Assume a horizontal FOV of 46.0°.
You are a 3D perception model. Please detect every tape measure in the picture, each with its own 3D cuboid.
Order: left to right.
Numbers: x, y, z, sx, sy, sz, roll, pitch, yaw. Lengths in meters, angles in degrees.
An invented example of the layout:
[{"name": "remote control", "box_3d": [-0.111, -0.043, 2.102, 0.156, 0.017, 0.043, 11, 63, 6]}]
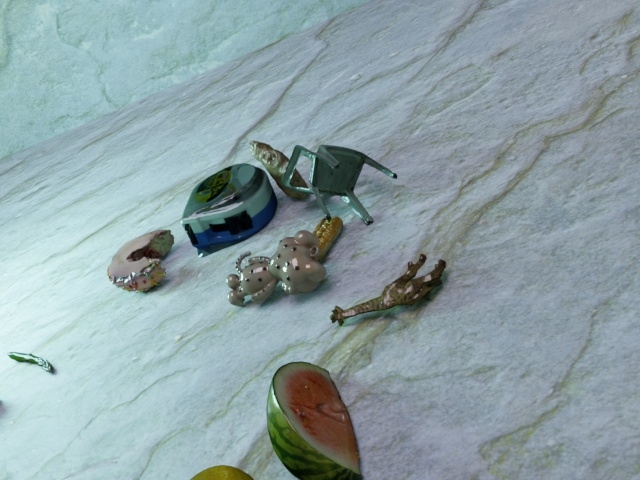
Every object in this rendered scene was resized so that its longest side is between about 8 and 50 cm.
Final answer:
[{"name": "tape measure", "box_3d": [-0.262, -0.107, 2.194, 0.262, 0.138, 0.259, -17, 35, 18]}]

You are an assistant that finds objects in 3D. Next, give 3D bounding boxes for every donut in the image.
[{"name": "donut", "box_3d": [-0.521, 0.067, 2.195, 0.199, 0.085, 0.233, -18, 34, 15]}]

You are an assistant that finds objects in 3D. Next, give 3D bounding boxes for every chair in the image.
[{"name": "chair", "box_3d": [0.031, -0.156, 1.978, 0.203, 0.190, 0.274, 7, 23, -29]}]

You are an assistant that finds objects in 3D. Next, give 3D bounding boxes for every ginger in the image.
[{"name": "ginger", "box_3d": [-0.114, -0.205, 2.148, 0.074, 0.213, 0.137, -44, 22, -21]}]

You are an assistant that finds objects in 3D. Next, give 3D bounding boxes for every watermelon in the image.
[{"name": "watermelon", "box_3d": [-0.041, 0.358, 1.428, 0.128, 0.159, 0.303, -62, 24, 20]}]

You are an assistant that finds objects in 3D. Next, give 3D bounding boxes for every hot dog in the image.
[{"name": "hot dog", "box_3d": [0.000, 0.000, 1.924, 0.071, 0.045, 0.165, 1, 42, 36]}]

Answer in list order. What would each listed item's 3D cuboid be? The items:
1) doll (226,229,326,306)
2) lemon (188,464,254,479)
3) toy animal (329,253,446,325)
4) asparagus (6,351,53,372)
[{"name": "doll", "box_3d": [-0.111, 0.073, 1.834, 0.278, 0.119, 0.154, -16, 62, 31]}, {"name": "lemon", "box_3d": [-0.172, 0.474, 1.279, 0.170, 0.170, 0.207, -25, 26, 5]}, {"name": "toy animal", "box_3d": [0.151, 0.116, 1.641, 0.275, 0.054, 0.149, -34, 30, -7]}, {"name": "asparagus", "box_3d": [-0.799, 0.332, 2.090, 0.236, 0.027, 0.034, 4, 50, 41]}]
